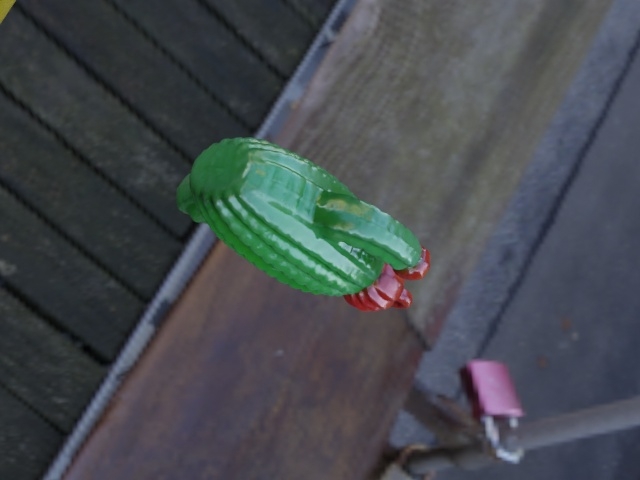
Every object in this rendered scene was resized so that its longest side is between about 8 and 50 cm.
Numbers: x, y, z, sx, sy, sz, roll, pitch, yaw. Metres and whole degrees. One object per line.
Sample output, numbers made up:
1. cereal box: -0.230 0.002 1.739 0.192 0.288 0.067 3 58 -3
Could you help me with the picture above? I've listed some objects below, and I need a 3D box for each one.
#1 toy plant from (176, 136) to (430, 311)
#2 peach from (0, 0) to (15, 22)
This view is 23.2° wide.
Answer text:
1. toy plant: 0.002 -0.004 1.191 0.240 0.155 0.088 26 70 -22
2. peach: -0.222 -0.181 0.596 0.289 0.308 0.289 23 30 -15
